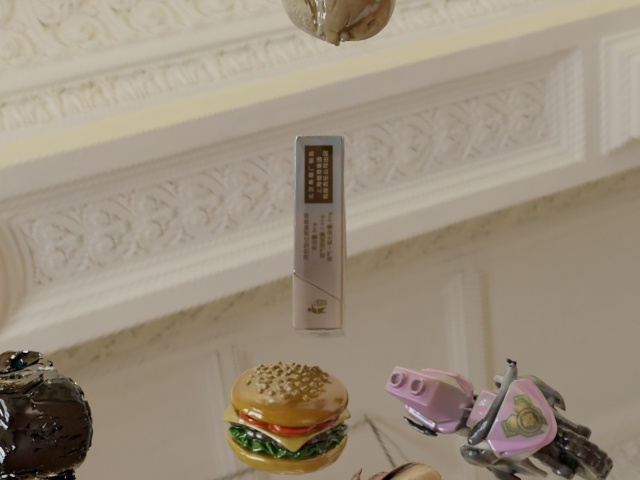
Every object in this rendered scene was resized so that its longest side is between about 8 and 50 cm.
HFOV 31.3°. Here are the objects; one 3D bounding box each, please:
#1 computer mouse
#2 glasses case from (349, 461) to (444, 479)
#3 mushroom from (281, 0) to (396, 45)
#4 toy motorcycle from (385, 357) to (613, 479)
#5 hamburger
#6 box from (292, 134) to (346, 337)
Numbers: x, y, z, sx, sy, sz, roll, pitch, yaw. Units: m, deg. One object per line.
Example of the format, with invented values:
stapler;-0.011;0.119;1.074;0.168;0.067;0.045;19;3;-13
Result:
computer mouse;-0.318;0.181;1.100;0.077;0.241;0.147;6;-104;-57
glasses case;0.026;0.234;0.885;0.102;0.070;0.193;-10;-40;-17
mushroom;0.039;-0.319;1.319;0.177;0.397;0.126;-13;-61;28
toy motorcycle;0.215;0.224;1.483;0.188;0.327;0.143;38;-105;-42
hamburger;-0.041;0.216;1.404;0.162;0.162;0.115;-5;-71;-26
box;0.000;0.000;1.463;0.067;0.155;0.243;0;-100;3
